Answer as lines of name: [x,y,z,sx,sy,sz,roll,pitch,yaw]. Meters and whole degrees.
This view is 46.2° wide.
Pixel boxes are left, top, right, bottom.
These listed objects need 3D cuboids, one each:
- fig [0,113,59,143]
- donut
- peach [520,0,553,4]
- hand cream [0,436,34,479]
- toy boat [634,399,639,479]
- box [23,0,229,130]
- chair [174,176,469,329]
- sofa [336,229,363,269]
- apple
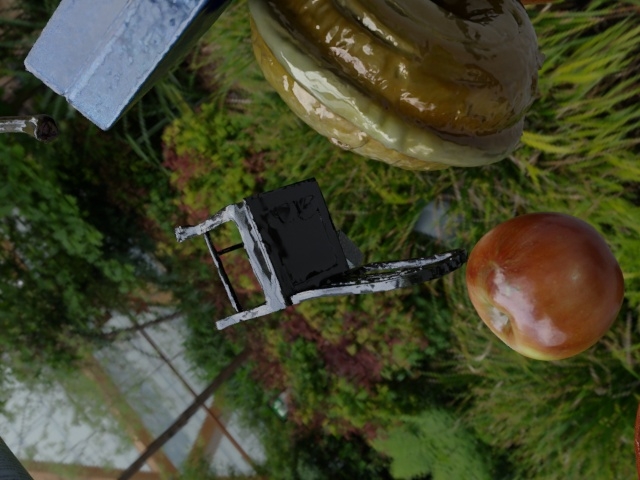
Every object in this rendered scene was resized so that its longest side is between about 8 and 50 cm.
fig: [-0.460,-0.104,0.876,0.217,0.320,0.217,171,90,-88]
donut: [0.104,-0.274,0.980,0.449,0.449,0.198,48,132,8]
peach: [0.429,-0.619,1.510,0.307,0.332,0.308,30,160,12]
hand cream: [-0.313,0.256,0.746,0.271,0.058,0.091,23,-178,44]
toy boat: [0.380,0.121,0.634,0.133,0.332,0.145,37,178,-33]
box: [-0.133,-0.279,0.747,0.116,0.279,0.261,40,-150,-16]
chair: [0.000,0.000,0.646,0.229,0.106,0.113,-20,93,38]
sofa: [0.029,0.017,1.347,0.060,0.039,0.118,3,159,27]
apple: [0.244,0.047,0.816,0.163,0.139,0.163,52,171,12]
